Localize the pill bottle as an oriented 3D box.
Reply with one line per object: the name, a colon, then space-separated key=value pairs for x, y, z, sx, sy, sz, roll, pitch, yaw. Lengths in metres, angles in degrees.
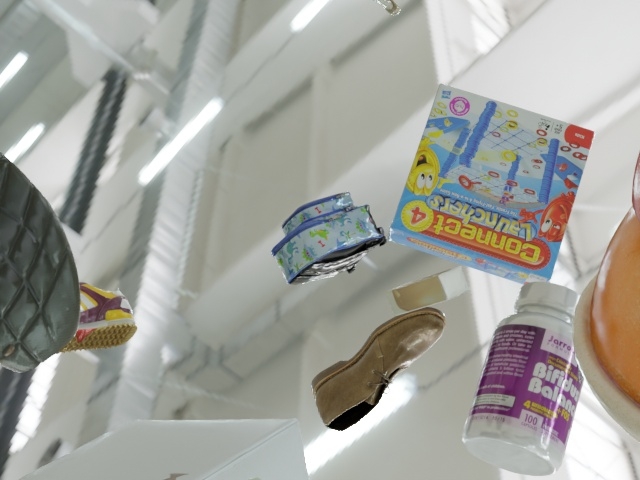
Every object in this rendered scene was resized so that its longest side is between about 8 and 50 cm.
pill bottle: x=0.358 y=0.228 z=1.905 sx=0.169 sy=0.169 sz=0.301 roll=-16 pitch=-133 yaw=53

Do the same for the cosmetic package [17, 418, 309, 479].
cosmetic package: x=-0.210 y=0.495 z=1.653 sx=0.329 sy=0.393 sz=0.327 roll=-6 pitch=-173 yaw=30

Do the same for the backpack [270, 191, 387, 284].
backpack: x=0.000 y=0.000 z=1.324 sx=0.114 sy=0.084 sz=0.105 roll=-20 pitch=165 yaw=-37

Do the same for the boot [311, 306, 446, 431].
boot: x=0.115 y=0.239 z=2.054 sx=0.305 sy=0.112 sz=0.115 roll=-40 pitch=-146 yaw=21

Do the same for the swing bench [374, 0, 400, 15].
swing bench: x=0.130 y=-0.449 z=1.527 sx=0.255 sy=0.165 sz=0.253 roll=-25 pitch=172 yaw=19

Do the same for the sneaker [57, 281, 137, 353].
sneaker: x=-0.334 y=0.097 z=1.478 sx=0.069 sy=0.185 sz=0.084 roll=-52 pitch=-130 yaw=33

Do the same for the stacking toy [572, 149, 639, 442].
stacking toy: x=0.350 y=-0.091 z=0.764 sx=0.350 sy=0.480 sz=0.350 roll=-6 pitch=-149 yaw=3

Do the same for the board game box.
board game box: x=0.316 y=-0.100 z=2.092 sx=0.086 sy=0.308 sz=0.302 roll=88 pitch=21 yaw=-73

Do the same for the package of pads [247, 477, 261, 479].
package of pads: x=-0.071 y=0.425 z=1.235 sx=0.229 sy=0.101 sz=0.296 roll=-32 pitch=-133 yaw=-17

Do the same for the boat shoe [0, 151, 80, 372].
boat shoe: x=-0.319 y=-0.039 z=0.962 sx=0.122 sy=0.324 sz=0.120 roll=-36 pitch=-161 yaw=-24

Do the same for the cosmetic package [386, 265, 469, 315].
cosmetic package: x=0.161 y=0.077 z=1.706 sx=0.060 sy=0.041 sz=0.115 roll=-19 pitch=178 yaw=-45
